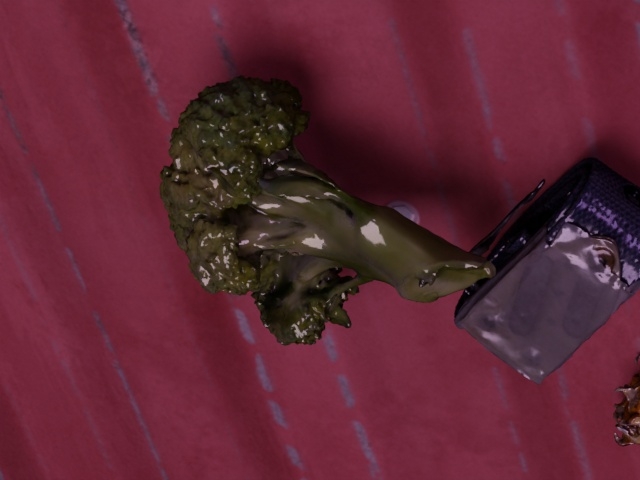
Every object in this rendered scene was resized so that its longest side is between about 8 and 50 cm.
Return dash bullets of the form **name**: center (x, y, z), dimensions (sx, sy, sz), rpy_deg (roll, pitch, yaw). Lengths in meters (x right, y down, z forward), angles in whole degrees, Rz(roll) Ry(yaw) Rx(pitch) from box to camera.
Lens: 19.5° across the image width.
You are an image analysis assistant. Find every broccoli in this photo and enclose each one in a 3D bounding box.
- **broccoli**: center (-0.032, 0.008, 1.756), dimensions (0.302, 0.186, 0.254), rpy_deg (49, 147, 10)

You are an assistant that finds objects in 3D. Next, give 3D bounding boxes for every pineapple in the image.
- **pineapple**: center (0.355, 0.160, 1.828), dimensions (0.116, 0.069, 0.137), rpy_deg (39, 128, -9)

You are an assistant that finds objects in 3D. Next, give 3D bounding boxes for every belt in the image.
- **belt**: center (0.214, 0.020, 1.730), dimensions (0.126, 0.140, 0.230), rpy_deg (35, 132, -8)
